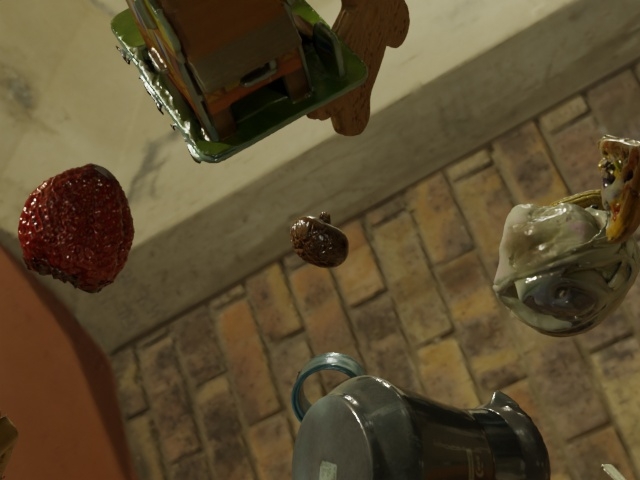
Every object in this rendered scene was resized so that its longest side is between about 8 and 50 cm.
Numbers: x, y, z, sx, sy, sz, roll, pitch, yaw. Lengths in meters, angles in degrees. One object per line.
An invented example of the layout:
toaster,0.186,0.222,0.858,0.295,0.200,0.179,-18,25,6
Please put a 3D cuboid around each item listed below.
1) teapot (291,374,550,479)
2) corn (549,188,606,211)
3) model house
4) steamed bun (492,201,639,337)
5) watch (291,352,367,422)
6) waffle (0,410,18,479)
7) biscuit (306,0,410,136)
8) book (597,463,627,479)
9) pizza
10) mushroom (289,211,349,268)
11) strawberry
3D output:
teapot,0.164,0.407,1.536,0.361,0.305,0.376,6,-96,-29
corn,0.565,-0.069,2.108,0.206,0.067,0.067,-16,-105,-33
model house,-0.141,-0.332,1.120,0.358,0.242,0.313,55,168,37
steamed bun,0.465,0.077,1.866,0.207,0.268,0.280,-55,-24,-50
watch,0.019,0.357,2.148,0.193,0.211,0.211,65,-162,-8
waffle,-0.564,0.388,1.400,0.098,0.328,0.224,37,-139,4
biscuit,0.064,-0.315,1.357,0.216,0.047,0.340,20,-91,-66
book,0.364,0.411,1.016,0.310,0.021,0.217,-130,43,-63
pizza,0.437,-0.106,1.404,0.185,0.036,0.176,100,165,-53
mushroom,-0.003,0.003,1.929,0.126,0.109,0.085,21,-163,12
strawberry,-0.538,-0.035,2.194,0.238,0.288,0.250,30,-165,8
